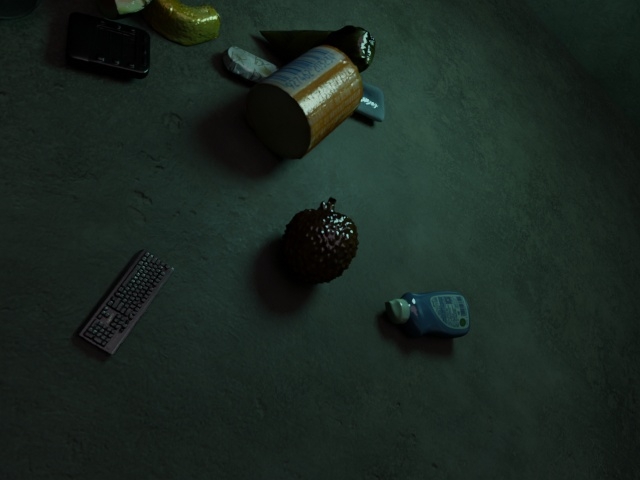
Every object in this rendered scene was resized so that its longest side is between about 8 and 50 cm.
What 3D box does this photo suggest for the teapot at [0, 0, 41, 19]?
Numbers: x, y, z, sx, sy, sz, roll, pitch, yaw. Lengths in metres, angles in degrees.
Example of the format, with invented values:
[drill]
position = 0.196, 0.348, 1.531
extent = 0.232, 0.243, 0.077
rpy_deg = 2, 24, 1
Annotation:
[teapot]
position = -0.731, -0.615, 1.047
extent = 0.203, 0.171, 0.225
rpy_deg = -19, 73, -8

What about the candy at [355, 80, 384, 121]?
[candy]
position = 0.142, -0.485, 1.629
extent = 0.174, 0.071, 0.138
rpy_deg = 16, 62, -30

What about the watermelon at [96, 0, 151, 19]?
[watermelon]
position = -0.481, -0.641, 1.211
extent = 0.145, 0.137, 0.193
rpy_deg = -22, 56, -34

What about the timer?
[timer]
position = -0.522, -0.475, 1.187
extent = 0.188, 0.055, 0.144
rpy_deg = 5, 65, -28

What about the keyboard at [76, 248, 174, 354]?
[keyboard]
position = -0.408, 0.126, 1.022
extent = 0.094, 0.025, 0.230
rpy_deg = 35, 55, -14

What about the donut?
[donut]
position = -0.406, -0.638, 1.314
extent = 0.259, 0.101, 0.152
rpy_deg = 44, 58, -16

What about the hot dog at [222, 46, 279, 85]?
[hot dog]
position = -0.198, -0.507, 1.421
extent = 0.192, 0.053, 0.099
rpy_deg = 13, 65, -33

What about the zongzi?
[zongzi]
position = -0.015, -0.592, 1.447
extent = 0.300, 0.286, 0.138
rpy_deg = 21, 85, -25

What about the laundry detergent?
[laundry detergent]
position = 0.315, 0.221, 1.439
extent = 0.290, 0.094, 0.143
rpy_deg = 6, 73, -29

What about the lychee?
[lychee]
position = 0.000, 0.000, 1.252
extent = 0.200, 0.200, 0.238
rpy_deg = 20, 75, -26

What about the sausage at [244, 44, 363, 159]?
[sausage]
position = -0.043, -0.396, 1.362
extent = 0.233, 0.233, 0.287
rpy_deg = 47, 53, -9
